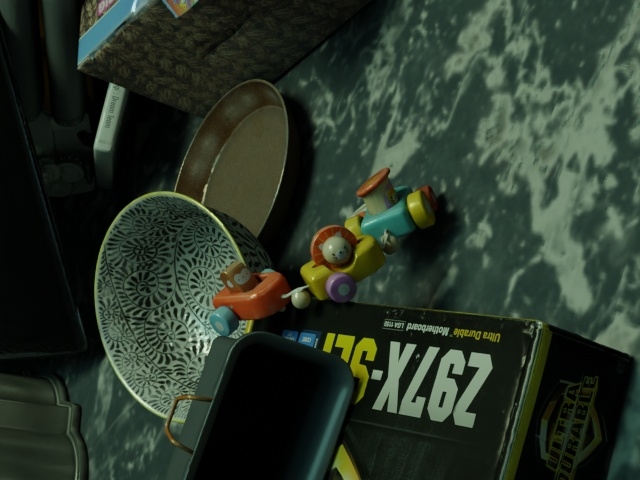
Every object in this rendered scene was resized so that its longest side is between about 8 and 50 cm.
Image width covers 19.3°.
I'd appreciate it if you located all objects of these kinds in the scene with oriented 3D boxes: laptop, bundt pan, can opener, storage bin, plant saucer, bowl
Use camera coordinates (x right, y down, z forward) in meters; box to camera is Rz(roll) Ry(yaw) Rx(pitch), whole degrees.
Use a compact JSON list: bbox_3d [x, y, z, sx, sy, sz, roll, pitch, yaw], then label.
[{"bbox_3d":[-0.391,-0.095,1.731,0.408,0.236,0.382,-133,29,-72],"label":"laptop"},{"bbox_3d":[-0.340,0.258,1.656,0.331,0.124,0.331,-35,46,45],"label":"bundt pan"},{"bbox_3d":[-0.236,-0.139,1.626,0.280,0.074,0.093,93,-179,-53],"label":"can opener"},{"bbox_3d":[-0.053,0.120,1.173,0.091,0.098,0.135,14,85,70],"label":"storage bin"},{"bbox_3d":[-0.064,-0.043,1.480,0.168,0.029,0.168,-33,47,44],"label":"plant saucer"},{"bbox_3d":[-0.082,0.044,1.386,0.170,0.080,0.170,8,102,40],"label":"bowl"}]

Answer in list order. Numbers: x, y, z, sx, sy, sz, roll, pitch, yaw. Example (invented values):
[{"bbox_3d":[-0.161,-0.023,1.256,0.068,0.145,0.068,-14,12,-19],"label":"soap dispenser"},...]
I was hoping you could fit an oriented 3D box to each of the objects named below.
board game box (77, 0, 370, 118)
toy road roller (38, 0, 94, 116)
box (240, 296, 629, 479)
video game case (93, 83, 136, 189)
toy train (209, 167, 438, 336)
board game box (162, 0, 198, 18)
[{"bbox_3d":[-0.073,-0.286,1.520,0.232,0.141,0.291,-34,46,45],"label":"board game box"},{"bbox_3d":[-0.275,-0.192,1.748,0.329,0.202,0.241,-32,62,47],"label":"toy road roller"},{"bbox_3d":[0.034,0.170,1.162,0.322,0.079,0.257,4,75,59],"label":"box"},{"bbox_3d":[-0.173,-0.129,1.643,0.157,0.019,0.143,119,164,-78],"label":"video game case"},{"bbox_3d":[0.000,0.000,1.249,0.166,0.046,0.125,-39,21,-31],"label":"toy train"},{"bbox_3d":[-0.104,-0.246,1.375,0.133,0.033,0.169,-60,33,16],"label":"board game box"}]
